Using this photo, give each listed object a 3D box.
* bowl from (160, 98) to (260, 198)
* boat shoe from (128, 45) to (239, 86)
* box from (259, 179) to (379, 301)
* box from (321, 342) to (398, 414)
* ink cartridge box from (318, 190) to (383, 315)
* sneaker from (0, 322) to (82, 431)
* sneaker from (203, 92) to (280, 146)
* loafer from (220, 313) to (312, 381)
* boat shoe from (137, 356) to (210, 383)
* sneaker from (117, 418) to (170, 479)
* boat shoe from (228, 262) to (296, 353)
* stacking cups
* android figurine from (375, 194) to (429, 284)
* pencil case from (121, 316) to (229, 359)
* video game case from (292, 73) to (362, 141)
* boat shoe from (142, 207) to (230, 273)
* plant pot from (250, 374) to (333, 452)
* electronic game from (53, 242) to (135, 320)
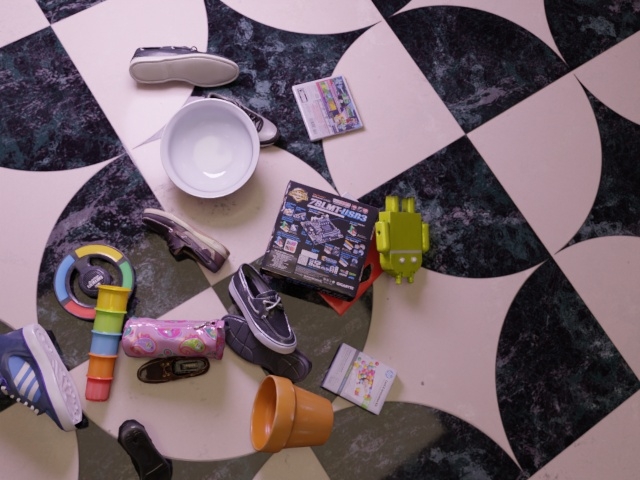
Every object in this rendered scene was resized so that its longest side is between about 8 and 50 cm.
[{"bbox_3d":[-0.329,-0.269,1.943,0.297,0.134,0.298,0,87,-3],"label":"bowl"},{"bbox_3d":[-0.432,-0.567,2.029,0.339,0.127,0.113,-5,54,-7],"label":"boat shoe"},{"bbox_3d":[0.000,0.000,1.903,0.295,0.073,0.294,17,70,-4],"label":"box"},{"bbox_3d":[0.117,0.413,1.900,0.186,0.038,0.145,28,74,-2],"label":"box"},{"bbox_3d":[0.072,0.038,1.976,0.261,0.066,0.296,44,74,5],"label":"ink cartridge box"},{"bbox_3d":[-0.814,0.408,1.724,0.236,0.130,0.323,-27,86,-4],"label":"sneaker"},{"bbox_3d":[-0.254,-0.380,2.012,0.271,0.108,0.100,24,72,-3],"label":"sneaker"},{"bbox_3d":[-0.160,0.312,1.867,0.302,0.095,0.109,30,100,12],"label":"loafer"},{"bbox_3d":[-0.420,0.363,1.813,0.206,0.073,0.073,-10,80,-10],"label":"boat shoe"},{"bbox_3d":[-0.486,0.584,1.747,0.087,0.130,0.228,-30,110,-19],"label":"sneaker"},{"bbox_3d":[-0.157,0.188,1.828,0.108,0.102,0.301,-7,47,-41],"label":"boat shoe"},{"bbox_3d":[-0.597,0.287,1.784,0.095,0.096,0.317,7,89,-7],"label":"stacking cups"},{"bbox_3d":[0.251,-0.001,1.960,0.248,0.056,0.273,3,85,-47],"label":"android figurine"},{"bbox_3d":[-0.407,0.272,1.794,0.283,0.124,0.124,1,75,2],"label":"pencil case"},{"bbox_3d":[0.023,-0.441,2.114,0.183,0.023,0.202,-17,78,-12],"label":"video game case"},{"bbox_3d":[-0.410,0.002,1.894,0.285,0.103,0.092,29,68,-7],"label":"boat shoe"},{"bbox_3d":[-0.073,0.495,1.779,0.187,0.205,0.205,16,73,-20],"label":"plant pot"},{"bbox_3d":[-0.656,0.118,1.852,0.229,0.048,0.230,2,75,-9],"label":"electronic game"}]
